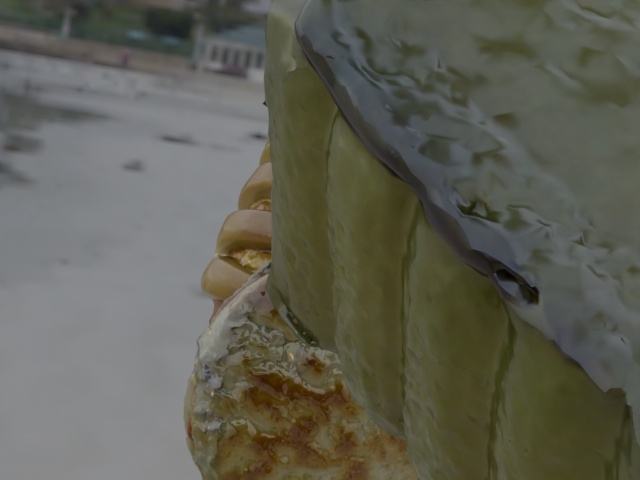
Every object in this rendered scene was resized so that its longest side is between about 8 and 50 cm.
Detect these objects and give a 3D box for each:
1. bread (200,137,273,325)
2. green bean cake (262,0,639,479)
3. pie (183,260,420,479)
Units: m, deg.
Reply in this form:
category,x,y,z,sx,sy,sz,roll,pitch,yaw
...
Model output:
category,x,y,z,sx,sy,sz,roll,pitch,yaw
bread,0.000,0.000,1.127,0.119,0.177,0.084,20,-30,12
green bean cake,0.153,0.018,0.611,0.285,0.202,0.310,-18,49,-20
pie,0.021,0.096,1.005,0.205,0.179,0.084,48,-5,-25
